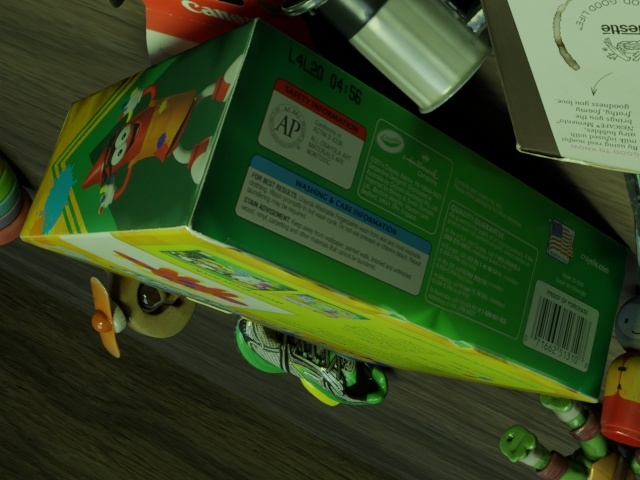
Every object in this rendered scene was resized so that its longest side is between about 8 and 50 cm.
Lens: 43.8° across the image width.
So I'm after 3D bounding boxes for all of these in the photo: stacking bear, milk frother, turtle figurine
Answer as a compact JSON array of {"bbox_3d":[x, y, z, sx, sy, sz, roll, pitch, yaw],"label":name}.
[{"bbox_3d":[-0.694,-0.131,1.558,0.164,0.175,0.289,23,150,25],"label":"stacking bear"},{"bbox_3d":[0.047,-0.148,0.532,0.134,0.143,0.129,38,151,-13],"label":"milk frother"},{"bbox_3d":[0.393,0.331,1.074,0.266,0.275,0.198,41,123,-14],"label":"turtle figurine"}]

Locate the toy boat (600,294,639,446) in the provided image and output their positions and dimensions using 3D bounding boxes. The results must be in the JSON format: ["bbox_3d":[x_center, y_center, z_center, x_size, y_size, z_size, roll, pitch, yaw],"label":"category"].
[{"bbox_3d":[0.428,0.160,0.745,0.318,0.148,0.267,18,162,11],"label":"toy boat"}]

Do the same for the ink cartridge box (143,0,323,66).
[{"bbox_3d":[-0.080,-0.156,0.735,0.189,0.066,0.232,19,173,21],"label":"ink cartridge box"}]

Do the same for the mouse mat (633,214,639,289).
[{"bbox_3d":[0.355,0.040,0.655,0.189,0.007,0.153,13,131,42],"label":"mouse mat"}]

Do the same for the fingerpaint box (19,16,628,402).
[{"bbox_3d":[0.000,0.000,0.763,0.444,0.163,0.371,25,165,-32],"label":"fingerpaint box"}]

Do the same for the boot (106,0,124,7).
[{"bbox_3d":[-0.249,-0.283,0.773,0.114,0.037,0.106,17,142,24],"label":"boot"}]

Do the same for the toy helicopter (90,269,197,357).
[{"bbox_3d":[-0.354,0.049,1.378,0.140,0.235,0.355,8,149,46],"label":"toy helicopter"}]

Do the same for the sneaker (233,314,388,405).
[{"bbox_3d":[-0.008,0.191,1.415,0.343,0.134,0.146,34,154,-33],"label":"sneaker"}]

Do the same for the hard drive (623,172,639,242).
[{"bbox_3d":[0.329,-0.011,0.516,0.237,0.064,0.339,11,144,43],"label":"hard drive"}]

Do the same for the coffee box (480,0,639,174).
[{"bbox_3d":[0.136,-0.179,0.312,0.118,0.168,0.297,16,154,34],"label":"coffee box"}]
